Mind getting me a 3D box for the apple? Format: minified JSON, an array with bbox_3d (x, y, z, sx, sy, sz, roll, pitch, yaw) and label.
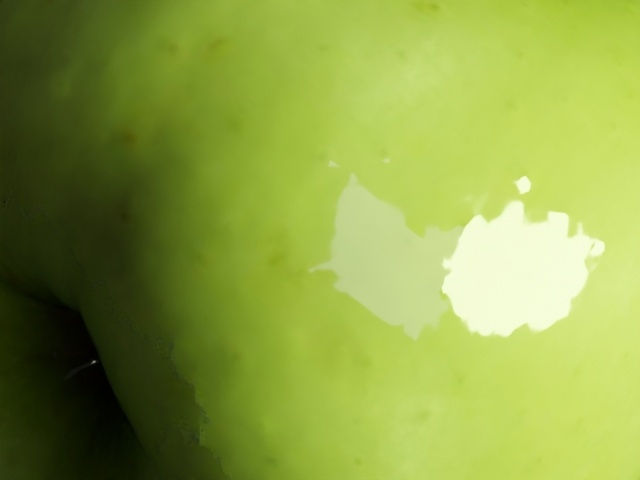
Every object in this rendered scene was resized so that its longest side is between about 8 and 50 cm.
[{"bbox_3d":[0.000,0.000,0.724,0.357,0.357,0.357,1,87,-28],"label":"apple"}]
